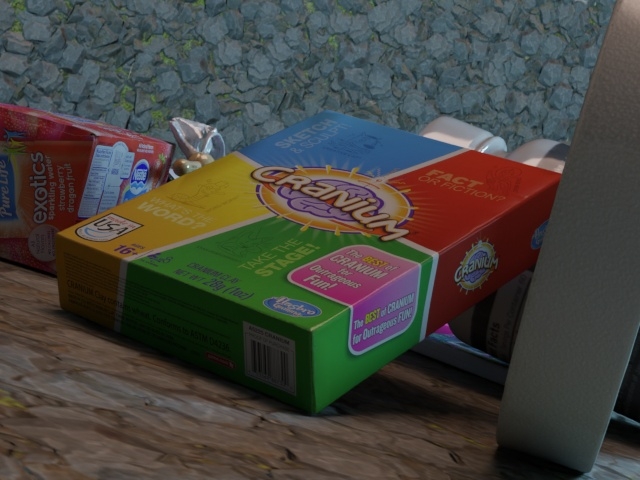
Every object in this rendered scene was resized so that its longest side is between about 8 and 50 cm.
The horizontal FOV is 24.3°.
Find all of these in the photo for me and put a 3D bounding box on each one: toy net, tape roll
[{"bbox_3d":[-0.097,-0.044,1.427,0.122,0.045,0.232,55,13,-37],"label":"toy net"},{"bbox_3d":[0.210,-0.034,1.028,0.072,0.392,0.392,17,4,12],"label":"tape roll"}]

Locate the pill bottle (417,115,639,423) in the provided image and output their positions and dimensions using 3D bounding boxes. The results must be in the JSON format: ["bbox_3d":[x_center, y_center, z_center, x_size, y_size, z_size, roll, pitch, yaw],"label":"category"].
[{"bbox_3d":[0.238,0.031,1.318,0.361,0.204,0.204,25,7,18],"label":"pill bottle"}]

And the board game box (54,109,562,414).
[{"bbox_3d":[0.000,0.000,1.111,0.242,0.064,0.316,18,32,34],"label":"board game box"}]

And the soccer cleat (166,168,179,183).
[{"bbox_3d":[-0.176,-0.034,1.727,0.318,0.108,0.116,12,-15,-22],"label":"soccer cleat"}]

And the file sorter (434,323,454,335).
[{"bbox_3d":[0.100,-0.001,1.619,0.291,0.182,0.202,14,4,-21],"label":"file sorter"}]

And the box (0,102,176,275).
[{"bbox_3d":[-0.234,-0.049,1.357,0.123,0.128,0.257,17,5,9],"label":"box"}]

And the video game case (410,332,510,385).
[{"bbox_3d":[0.175,0.120,1.422,0.157,0.019,0.143,20,6,34],"label":"video game case"}]
